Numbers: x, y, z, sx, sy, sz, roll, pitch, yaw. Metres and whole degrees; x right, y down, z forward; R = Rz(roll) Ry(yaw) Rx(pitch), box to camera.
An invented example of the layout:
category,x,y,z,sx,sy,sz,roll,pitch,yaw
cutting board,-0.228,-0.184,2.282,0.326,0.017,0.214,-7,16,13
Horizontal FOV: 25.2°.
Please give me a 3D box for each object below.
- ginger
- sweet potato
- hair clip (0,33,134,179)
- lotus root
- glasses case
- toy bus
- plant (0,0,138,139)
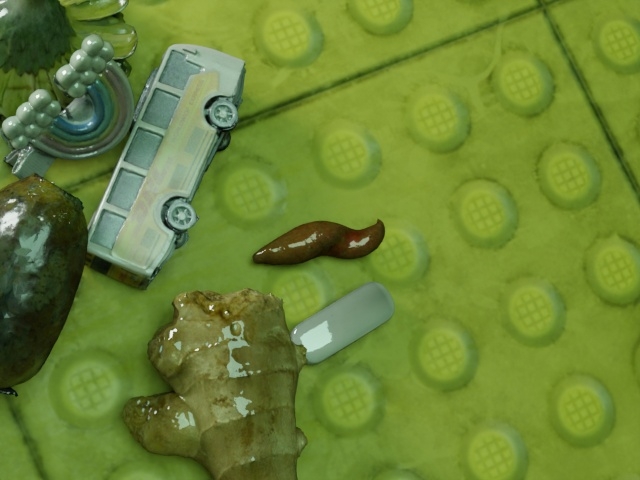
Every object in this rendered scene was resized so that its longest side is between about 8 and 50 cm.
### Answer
category,x,y,z,sx,sy,sz,roll,pitch,yaw
ginger,-0.120,0.248,1.842,0.236,0.166,0.375,0,70,-27
sweet potato,0.001,0.002,2.003,0.202,0.058,0.055,-7,57,-19
hair clip,-0.326,-0.160,1.873,0.220,0.054,0.140,-42,128,10
lotus root,-0.383,0.050,1.789,0.160,0.152,0.275,20,84,0
glasses case,0.031,0.115,1.989,0.164,0.041,0.063,-31,88,-23
toy bus,-0.209,-0.103,1.944,0.138,0.097,0.342,21,71,-4
plant,-0.371,-0.265,1.879,0.306,0.297,0.261,-48,120,-31
